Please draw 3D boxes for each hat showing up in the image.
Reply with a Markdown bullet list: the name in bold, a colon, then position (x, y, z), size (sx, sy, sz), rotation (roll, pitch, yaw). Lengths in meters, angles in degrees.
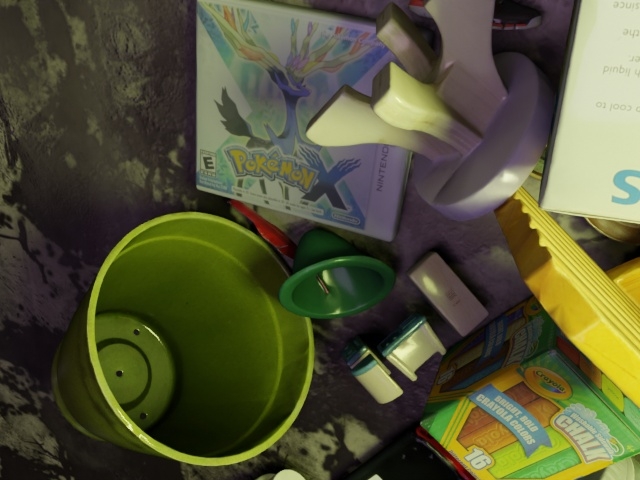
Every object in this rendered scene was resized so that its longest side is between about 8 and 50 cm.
- **hat**: position (0.000, 0.000, 1.000), size (0.173, 0.183, 0.208), rotation (-35, 141, 29)

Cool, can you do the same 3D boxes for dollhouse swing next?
- **dollhouse swing**: position (0.367, 0.038, 0.566), size (0.315, 0.347, 0.305), rotation (-27, 106, 17)

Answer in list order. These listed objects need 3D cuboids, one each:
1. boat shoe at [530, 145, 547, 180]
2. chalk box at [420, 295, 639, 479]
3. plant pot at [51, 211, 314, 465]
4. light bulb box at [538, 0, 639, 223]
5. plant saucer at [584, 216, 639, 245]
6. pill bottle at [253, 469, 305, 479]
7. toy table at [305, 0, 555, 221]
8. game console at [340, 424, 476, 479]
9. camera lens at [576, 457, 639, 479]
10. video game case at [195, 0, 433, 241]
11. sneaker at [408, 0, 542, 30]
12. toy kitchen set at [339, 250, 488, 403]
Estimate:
- **boat shoe**: position (0.246, -0.111, 0.784), size (0.190, 0.072, 0.068), rotation (25, 124, 27)
- **chalk box**: position (0.311, 0.192, 0.867), size (0.180, 0.179, 0.289), rotation (45, 125, -4)
- **plant pot**: position (-0.260, 0.187, 1.050), size (0.353, 0.366, 0.366), rotation (-28, 102, 45)
- **light bulb box**: position (0.336, -0.235, 0.523), size (0.225, 0.358, 0.361), rotation (12, 121, 20)
- **plant saucer**: position (0.396, -0.074, 0.780), size (0.168, 0.029, 0.168), rotation (11, 120, 20)
- **pill bottle**: position (-0.115, 0.537, 1.276), size (0.121, 0.121, 0.216), rotation (44, 124, -2)
- **toy table**: position (0.122, -0.155, 0.687), size (0.161, 0.274, 0.252), rotation (37, 111, -19)
- **game console**: position (0.190, 0.533, 1.184), size (0.342, 0.060, 0.386), rotation (43, 124, 3)
- **camera lens**: position (0.403, 0.431, 0.926), size (0.219, 0.219, 0.274), rotation (-34, 99, 34)
- **video game case**: position (-0.028, -0.172, 0.914), size (0.329, 0.036, 0.300), rotation (16, 121, 16)
- **sneaker**: position (0.181, -0.283, 0.750), size (0.158, 0.061, 0.064), rotation (16, 114, 14)
- **toy kitchen set**: position (0.118, 0.123, 0.991), size (0.207, 0.166, 0.122), rotation (-41, 96, -2)
